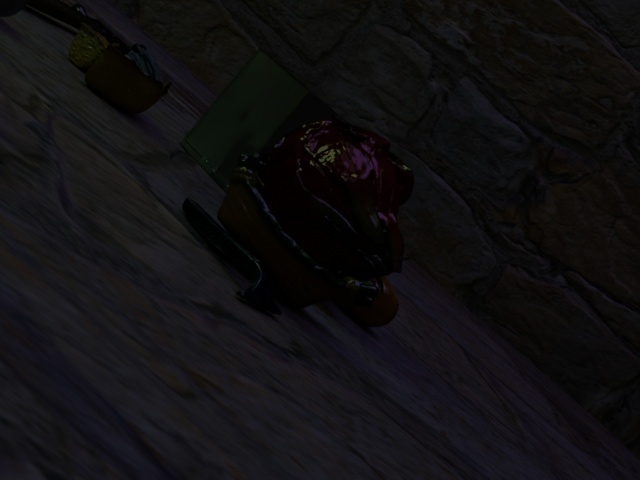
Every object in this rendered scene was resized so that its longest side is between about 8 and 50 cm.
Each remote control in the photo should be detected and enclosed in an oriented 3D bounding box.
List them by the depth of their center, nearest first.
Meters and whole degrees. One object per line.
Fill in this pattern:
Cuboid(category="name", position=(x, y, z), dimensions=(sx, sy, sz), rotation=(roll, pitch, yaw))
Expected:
Cuboid(category="remote control", position=(-0.340, -0.322, 1.543), dimensions=(0.256, 0.045, 0.097), rotation=(-103, 172, -76))

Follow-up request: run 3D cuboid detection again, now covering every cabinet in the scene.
Cuboid(category="cabinet", position=(-0.090, -0.176, 1.352), dimensions=(0.145, 0.206, 0.150), rotation=(45, 8, 32))

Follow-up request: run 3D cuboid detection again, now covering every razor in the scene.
Cuboid(category="razor", position=(-0.099, 0.006, 0.871), dimensions=(0.066, 0.033, 0.190), rotation=(35, 8, -47))

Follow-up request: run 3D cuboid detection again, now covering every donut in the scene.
Cuboid(category="donut", position=(-0.302, -0.250, 1.228), dimensions=(0.146, 0.078, 0.181), rotation=(36, 2, -43))

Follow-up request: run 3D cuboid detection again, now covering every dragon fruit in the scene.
Cuboid(category="dragon fruit", position=(0.032, -0.048, 1.111), dimensions=(0.293, 0.233, 0.234), rotation=(36, 2, 37))

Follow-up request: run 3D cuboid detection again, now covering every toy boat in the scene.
Cuboid(category="toy boat", position=(-0.033, 0.006, 0.925), dimensions=(0.229, 0.088, 0.089), rotation=(50, -10, -13))

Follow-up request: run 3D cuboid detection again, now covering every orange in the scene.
Cuboid(category="orange", position=(0.072, 0.084, 1.166), dimensions=(0.083, 0.070, 0.083), rotation=(60, 7, -13))

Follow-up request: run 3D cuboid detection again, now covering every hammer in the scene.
Cuboid(category="hammer", position=(-0.468, -0.405, 1.422), dimensions=(0.168, 0.044, 0.440), rotation=(40, 7, 8))

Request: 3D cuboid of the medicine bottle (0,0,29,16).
Cuboid(category="medicine bottle", position=(-0.446, -0.360, 1.073), dimensions=(0.130, 0.080, 0.080), rotation=(43, 7, 13))
